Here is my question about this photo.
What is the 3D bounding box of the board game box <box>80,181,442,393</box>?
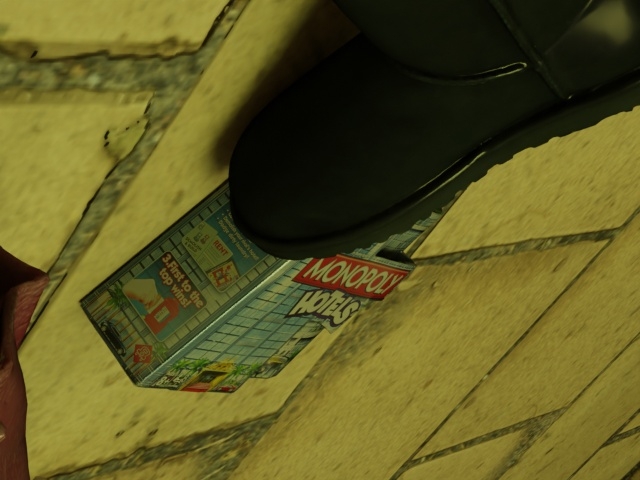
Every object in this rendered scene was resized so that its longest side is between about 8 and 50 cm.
[{"bbox_3d":[0.000,0.000,0.779,0.194,0.060,0.194,-44,157,14],"label":"board game box"}]

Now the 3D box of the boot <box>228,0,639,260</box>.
[{"bbox_3d":[0.021,-0.099,0.592,0.247,0.094,0.207,-23,145,22],"label":"boot"}]

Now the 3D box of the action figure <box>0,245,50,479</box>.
[{"bbox_3d":[-0.166,0.176,0.589,0.248,0.276,0.370,-21,133,-31],"label":"action figure"}]
